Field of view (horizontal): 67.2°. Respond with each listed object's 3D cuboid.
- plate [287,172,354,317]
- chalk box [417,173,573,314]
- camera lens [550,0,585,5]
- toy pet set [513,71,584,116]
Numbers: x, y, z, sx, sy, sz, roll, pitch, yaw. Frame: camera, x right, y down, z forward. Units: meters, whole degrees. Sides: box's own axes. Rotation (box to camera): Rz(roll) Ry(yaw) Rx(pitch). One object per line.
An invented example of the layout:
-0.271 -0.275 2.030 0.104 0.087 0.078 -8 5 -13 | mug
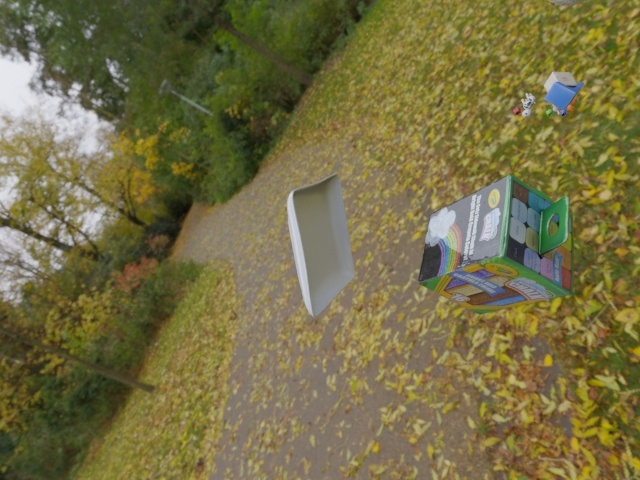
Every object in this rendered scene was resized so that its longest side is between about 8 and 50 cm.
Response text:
0.000 0.000 1.111 0.045 0.277 0.278 -5 14 24 | plate
0.358 0.010 0.922 0.289 0.179 0.180 -29 39 57 | chalk box
0.409 -0.427 0.593 0.219 0.275 0.219 -9 -90 -87 | camera lens
0.469 -0.269 0.952 0.114 0.122 0.065 103 162 -57 | toy pet set
